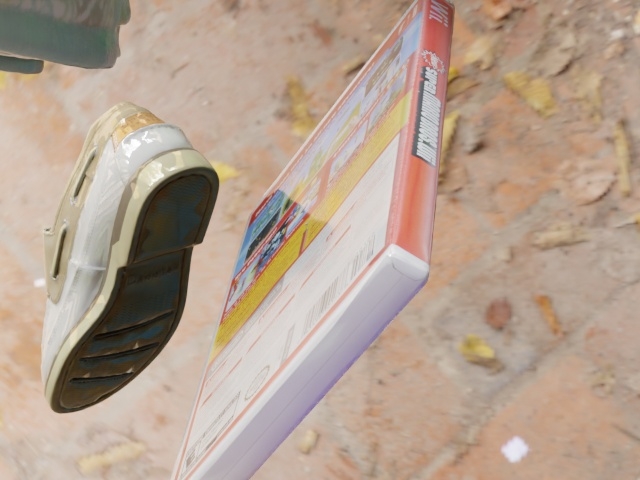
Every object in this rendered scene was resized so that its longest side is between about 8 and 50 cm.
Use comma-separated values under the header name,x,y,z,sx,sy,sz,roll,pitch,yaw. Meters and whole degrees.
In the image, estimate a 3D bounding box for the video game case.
name,x,y,z,sx,sy,sz,roll,pitch,yaw
video game case,0.000,0.000,0.779,0.025,0.285,0.204,31,122,-13

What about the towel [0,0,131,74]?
name,x,y,z,sx,sy,sz,roll,pitch,yaw
towel,-0.208,-0.263,0.801,0.090,0.374,0.320,7,93,20

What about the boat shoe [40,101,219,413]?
name,x,y,z,sx,sy,sz,roll,pitch,yaw
boat shoe,-0.176,0.018,1.215,0.113,0.302,0.103,-10,50,-43
